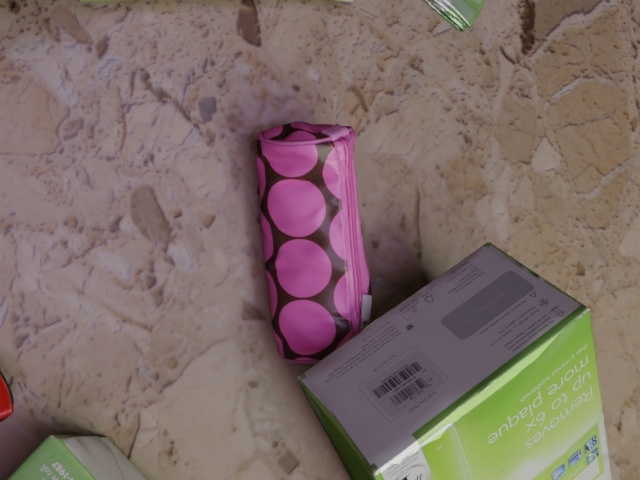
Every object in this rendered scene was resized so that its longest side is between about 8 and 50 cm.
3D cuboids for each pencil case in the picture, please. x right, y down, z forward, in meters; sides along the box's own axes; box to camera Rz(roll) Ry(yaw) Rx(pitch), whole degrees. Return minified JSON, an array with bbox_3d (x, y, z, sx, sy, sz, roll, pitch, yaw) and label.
[{"bbox_3d":[0.000,0.000,0.637,0.095,0.098,0.209,-15,102,-35],"label":"pencil case"}]

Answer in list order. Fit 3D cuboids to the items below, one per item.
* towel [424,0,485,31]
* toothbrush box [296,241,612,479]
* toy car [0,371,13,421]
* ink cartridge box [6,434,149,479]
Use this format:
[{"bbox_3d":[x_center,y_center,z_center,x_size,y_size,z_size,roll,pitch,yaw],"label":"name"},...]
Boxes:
[{"bbox_3d":[0.111,-0.287,0.681,0.152,0.023,0.113,33,86,-19],"label":"towel"},{"bbox_3d":[0.133,0.179,0.640,0.206,0.122,0.283,-33,130,-13],"label":"toothbrush box"},{"bbox_3d":[-0.386,0.159,0.538,0.225,0.053,0.239,32,64,-7],"label":"toy car"},{"bbox_3d":[-0.242,0.348,0.547,0.207,0.119,0.353,42,82,12],"label":"ink cartridge box"}]
